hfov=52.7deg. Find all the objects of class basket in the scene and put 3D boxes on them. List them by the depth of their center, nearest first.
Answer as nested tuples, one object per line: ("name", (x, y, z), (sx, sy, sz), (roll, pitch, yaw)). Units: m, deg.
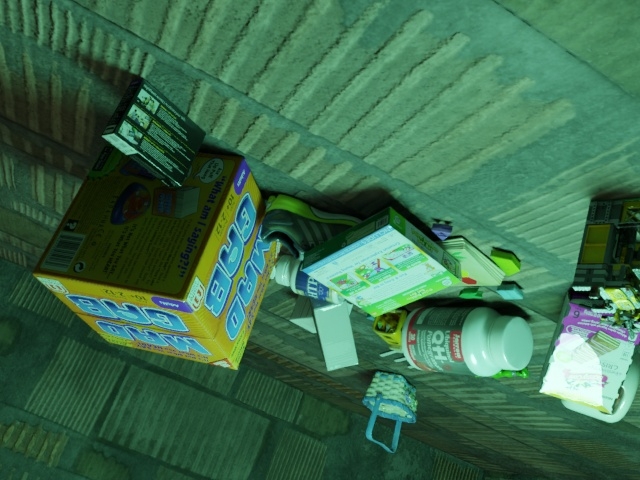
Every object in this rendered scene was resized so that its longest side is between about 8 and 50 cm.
("basket", (0.280, 0.701, 2.653), (0.201, 0.289, 0.255), (6, 155, 33))

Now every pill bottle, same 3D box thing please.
("pill bottle", (0.379, 0.260, 1.680), (0.176, 0.176, 0.318), (35, 155, -31))
("pill bottle", (-0.021, 0.098, 1.750), (0.186, 0.112, 0.112), (12, 157, 21))

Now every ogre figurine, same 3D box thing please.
("ogre figurine", (0.499, 0.349, 1.894), (0.197, 0.097, 0.118), (17, 149, -22))

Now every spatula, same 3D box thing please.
("spatula", (0.318, 0.433, 2.357), (0.168, 0.019, 0.242), (23, 158, -8))

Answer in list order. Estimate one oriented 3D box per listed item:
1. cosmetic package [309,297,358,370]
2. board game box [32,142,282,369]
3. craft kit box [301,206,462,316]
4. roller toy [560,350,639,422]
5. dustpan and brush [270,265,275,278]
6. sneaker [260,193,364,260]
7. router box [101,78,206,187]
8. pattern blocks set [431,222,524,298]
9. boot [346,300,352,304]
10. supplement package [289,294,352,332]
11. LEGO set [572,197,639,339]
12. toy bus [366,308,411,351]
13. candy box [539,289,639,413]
("cosmetic package", (0.034, 0.241, 1.855), (0.107, 0.127, 0.238), (-12, 124, -5))
("board game box", (-0.342, 0.038, 1.486), (0.356, 0.356, 0.356), (8, 149, 18))
("craft kit box", (0.133, 0.057, 1.401), (0.250, 0.061, 0.246), (-28, 129, 35))
("roller toy", (0.663, 0.325, 1.551), (0.146, 0.191, 0.209), (17, 158, 11))
("dustpan and brush", (-0.193, 0.028, 1.833), (0.147, 0.060, 0.211), (30, 167, 12))
("sneaker", (0.000, 0.000, 1.473), (0.300, 0.121, 0.111), (17, 152, 9))
("router box", (-0.322, -0.208, 1.273), (0.046, 0.133, 0.179), (0, 150, 41))
("pattern blocks set", (0.306, 0.050, 1.446), (0.285, 0.026, 0.325), (1, 150, 37))
("boot", (0.064, 0.149, 1.899), (0.118, 0.042, 0.087), (21, 151, 4))
("supplement package", (0.002, 0.221, 2.026), (0.105, 0.105, 0.179), (32, 156, -25))
("LEGO set", (0.562, 0.073, 1.049), (0.255, 0.192, 0.331), (3, 152, 38))
("toy bus", (0.238, 0.279, 1.949), (0.202, 0.104, 0.191), (23, 159, -4))
("candy box", (0.586, 0.243, 1.405), (0.159, 0.071, 0.233), (15, 114, 15))
